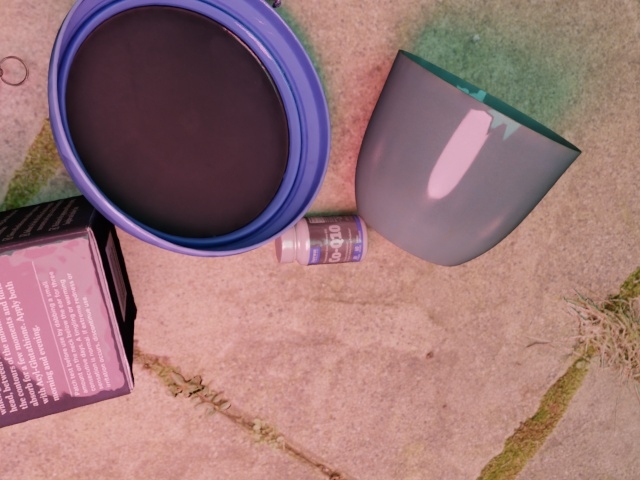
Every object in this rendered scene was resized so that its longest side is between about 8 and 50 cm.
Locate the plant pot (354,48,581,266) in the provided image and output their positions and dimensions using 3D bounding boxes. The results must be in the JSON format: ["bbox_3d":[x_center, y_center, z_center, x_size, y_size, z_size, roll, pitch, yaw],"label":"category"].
[{"bbox_3d":[0.186,-0.105,0.972,0.293,0.293,0.235,22,111,-18],"label":"plant pot"}]

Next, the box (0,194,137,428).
[{"bbox_3d":[-0.453,0.095,0.833,0.396,0.293,0.211,-13,105,-12],"label":"box"}]

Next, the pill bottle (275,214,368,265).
[{"bbox_3d":[0.000,0.000,1.046,0.137,0.078,0.078,-4,103,-14],"label":"pill bottle"}]

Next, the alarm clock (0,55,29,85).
[{"bbox_3d":[-0.488,-0.216,0.874,0.192,0.064,0.129,-8,104,-11],"label":"alarm clock"}]

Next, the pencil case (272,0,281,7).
[{"bbox_3d":[-0.049,-0.442,0.927,0.086,0.088,0.206,26,94,-21],"label":"pencil case"}]

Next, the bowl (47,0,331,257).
[{"bbox_3d":[-0.165,-0.168,0.880,0.391,0.077,0.390,8,77,-35],"label":"bowl"}]
